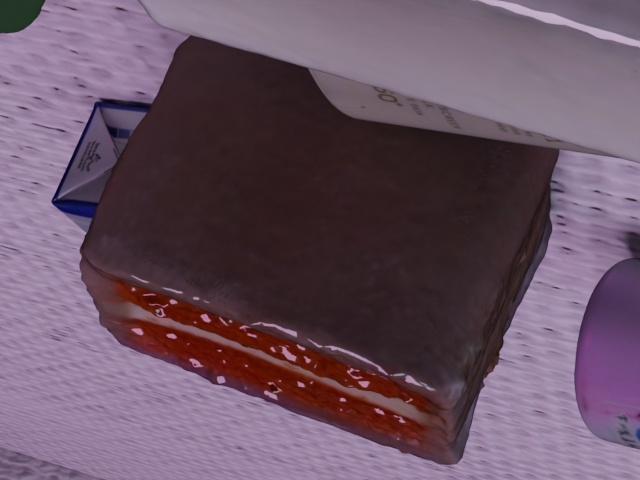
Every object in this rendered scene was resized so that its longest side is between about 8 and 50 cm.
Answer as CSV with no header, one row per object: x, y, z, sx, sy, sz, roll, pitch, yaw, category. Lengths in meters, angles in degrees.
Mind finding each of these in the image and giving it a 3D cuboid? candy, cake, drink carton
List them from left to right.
-0.093,0.003,1.557,0.130,0.107,0.315,10,158,31,drink carton
0.000,0.000,1.269,0.309,0.230,0.237,18,159,9,cake
0.096,-0.156,0.784,0.358,0.208,0.145,16,161,11,candy

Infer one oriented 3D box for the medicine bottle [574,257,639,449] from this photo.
0.332,0.100,1.316,0.254,0.152,0.152,10,158,31,medicine bottle

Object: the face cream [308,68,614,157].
0.156,-0.109,1.037,0.348,0.081,0.173,11,153,26,face cream

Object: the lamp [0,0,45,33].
-0.174,-0.242,0.822,0.250,0.250,0.284,30,118,-24,lamp
